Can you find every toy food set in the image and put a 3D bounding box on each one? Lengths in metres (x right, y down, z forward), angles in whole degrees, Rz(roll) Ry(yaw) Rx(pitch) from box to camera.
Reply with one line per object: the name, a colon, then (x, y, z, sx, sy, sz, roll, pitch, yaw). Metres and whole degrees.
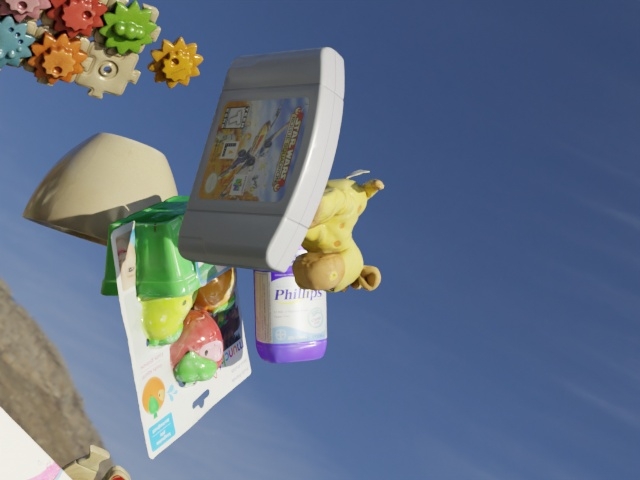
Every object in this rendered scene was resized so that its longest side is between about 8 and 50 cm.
toy food set: (-0.200, 0.213, 0.733, 0.122, 0.019, 0.078, -39, -55, 11)

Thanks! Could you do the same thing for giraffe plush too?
giraffe plush: (0.000, 0.000, 1.311, 0.181, 0.210, 0.171, 14, -66, 53)

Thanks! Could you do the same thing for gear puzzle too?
gear puzzle: (-0.329, -0.282, 1.331, 0.338, 0.044, 0.175, 12, -56, -35)

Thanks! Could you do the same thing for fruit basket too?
fruit basket: (-0.199, 0.112, 1.428, 0.165, 0.327, 0.353, -7, -78, 26)

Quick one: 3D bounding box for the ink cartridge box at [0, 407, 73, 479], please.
ink cartridge box: (-0.201, 0.156, 0.515, 0.115, 0.067, 0.198, -6, -49, 31)

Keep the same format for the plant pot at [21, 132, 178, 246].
plant pot: (-0.376, -0.087, 1.660, 0.284, 0.191, 0.284, 17, -6, 2)

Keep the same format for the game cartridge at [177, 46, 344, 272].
game cartridge: (-0.072, -0.109, 1.173, 0.198, 0.297, 0.062, 2, -17, 45)

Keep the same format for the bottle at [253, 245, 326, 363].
bottle: (-0.050, 0.055, 1.483, 0.092, 0.118, 0.283, 5, -83, 62)
